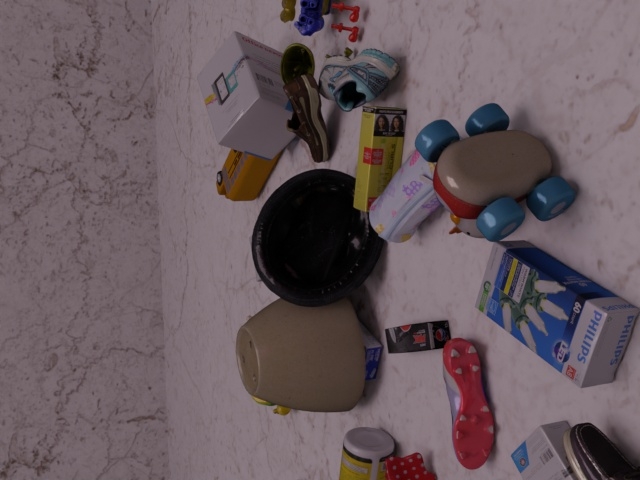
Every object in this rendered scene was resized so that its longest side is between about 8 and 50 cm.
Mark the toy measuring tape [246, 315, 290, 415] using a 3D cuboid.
[{"bbox_3d":[-0.183,0.391,2.208,0.330,0.121,0.121,61,143,26],"label":"toy measuring tape"}]

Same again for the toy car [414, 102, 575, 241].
[{"bbox_3d":[0.273,-0.069,1.259,0.219,0.210,0.238,57,154,27],"label":"toy car"}]

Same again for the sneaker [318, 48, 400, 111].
[{"bbox_3d":[0.057,-0.357,1.670,0.122,0.110,0.283,-59,23,-14],"label":"sneaker"}]

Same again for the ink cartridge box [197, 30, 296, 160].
[{"bbox_3d":[-0.191,-0.405,2.044,0.197,0.198,0.270,-42,53,31],"label":"ink cartridge box"}]

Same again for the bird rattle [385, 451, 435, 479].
[{"bbox_3d":[0.168,0.576,1.492,0.143,0.207,0.253,-41,60,55],"label":"bird rattle"}]

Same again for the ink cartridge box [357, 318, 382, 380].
[{"bbox_3d":[0.077,0.248,1.797,0.207,0.046,0.097,47,134,52],"label":"ink cartridge box"}]

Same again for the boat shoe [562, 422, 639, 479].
[{"bbox_3d":[0.461,0.370,1.024,0.285,0.103,0.092,60,137,36],"label":"boat shoe"}]

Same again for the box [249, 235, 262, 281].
[{"bbox_3d":[-0.091,0.035,1.971,0.091,0.171,0.130,-34,62,57],"label":"box"}]

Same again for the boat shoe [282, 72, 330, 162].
[{"bbox_3d":[-0.044,-0.301,1.845,0.095,0.095,0.257,-120,13,-49],"label":"boat shoe"}]

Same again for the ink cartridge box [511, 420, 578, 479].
[{"bbox_3d":[0.399,0.400,1.179,0.180,0.060,0.104,65,144,37],"label":"ink cartridge box"}]

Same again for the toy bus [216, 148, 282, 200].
[{"bbox_3d":[-0.229,-0.232,2.285,0.332,0.108,0.130,-54,47,49],"label":"toy bus"}]

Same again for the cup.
[{"bbox_3d":[-0.070,0.278,1.782,0.331,0.237,0.330,173,90,-66],"label":"cup"}]

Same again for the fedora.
[{"bbox_3d":[0.000,0.000,1.749,0.152,0.334,0.333,51,-149,-79],"label":"fedora"}]

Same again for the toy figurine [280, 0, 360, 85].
[{"bbox_3d":[0.012,-0.572,1.816,0.217,0.191,0.362,-76,-6,-52],"label":"toy figurine"}]

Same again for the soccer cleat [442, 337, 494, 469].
[{"bbox_3d":[0.280,0.311,1.400,0.095,0.083,0.247,127,135,-85],"label":"soccer cleat"}]

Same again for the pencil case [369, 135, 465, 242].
[{"bbox_3d":[0.200,-0.103,1.460,0.273,0.114,0.124,128,154,-53],"label":"pencil case"}]

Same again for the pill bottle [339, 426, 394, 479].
[{"bbox_3d":[0.103,0.556,1.697,0.119,0.119,0.208,31,119,58],"label":"pill bottle"}]

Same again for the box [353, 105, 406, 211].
[{"bbox_3d":[0.132,-0.182,1.619,0.058,0.087,0.232,29,117,58],"label":"box"}]

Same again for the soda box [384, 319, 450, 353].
[{"bbox_3d":[0.205,0.207,1.543,0.169,0.053,0.060,-23,72,60],"label":"soda box"}]

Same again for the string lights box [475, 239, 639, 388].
[{"bbox_3d":[0.376,0.111,1.182,0.260,0.077,0.133,42,127,54],"label":"string lights box"}]
